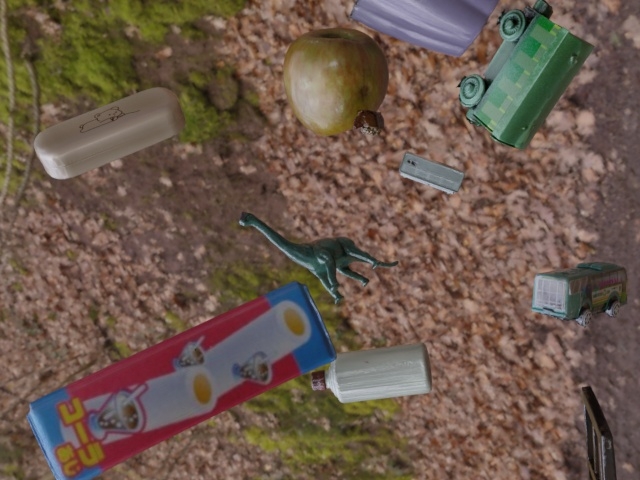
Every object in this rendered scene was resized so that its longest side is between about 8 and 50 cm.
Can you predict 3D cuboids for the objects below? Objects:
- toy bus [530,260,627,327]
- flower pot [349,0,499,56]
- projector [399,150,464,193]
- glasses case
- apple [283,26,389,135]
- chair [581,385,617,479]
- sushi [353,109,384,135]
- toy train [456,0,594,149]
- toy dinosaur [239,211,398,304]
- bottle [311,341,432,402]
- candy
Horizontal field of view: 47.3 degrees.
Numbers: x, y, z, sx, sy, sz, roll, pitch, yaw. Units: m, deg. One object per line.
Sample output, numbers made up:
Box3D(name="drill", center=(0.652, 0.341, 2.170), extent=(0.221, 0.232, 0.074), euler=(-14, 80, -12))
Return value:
Box3D(name="toy bus", center=(0.514, 0.102, 1.434), extent=(0.091, 0.261, 0.109), euler=(9, 101, 45))
Box3D(name="flower pot", center=(0.220, -0.495, 1.436), extent=(0.243, 0.265, 0.265), euler=(32, 169, -5))
Box3D(name="projector", center=(0.261, -0.162, 1.739), extent=(0.147, 0.061, 0.115), euler=(21, -167, 3))
Box3D(name="glasses case", center=(-0.277, -0.144, 0.970), extent=(0.083, 0.196, 0.050), euler=(47, 156, 42))
Box3D(name="apple", center=(0.036, -0.384, 1.785), extent=(0.264, 0.264, 0.264), euler=(58, 167, 21))
Box3D(name="chair", center=(0.419, 0.509, 1.337), extent=(0.203, 0.240, 0.416), euler=(-59, -44, -72))
Box3D(name="sushi", center=(0.107, -0.248, 1.546), extent=(0.120, 0.052, 0.055), euler=(-33, -53, -73))
Box3D(name="toy train", center=(0.431, -0.356, 1.571), extent=(0.202, 0.120, 0.301), euler=(54, 124, 40))
Box3D(name="toy dinosaur", center=(0.000, 0.000, 2.013), extent=(0.331, 0.383, 0.129), euler=(48, 129, 18))
Box3D(name="bottle", center=(0.101, 0.274, 1.495), extent=(0.104, 0.245, 0.104), euler=(-9, -90, -78))
Box3D(name="candy", center=(-0.144, 0.152, 0.806), extent=(0.100, 0.305, 0.157), euler=(64, 168, 5))
